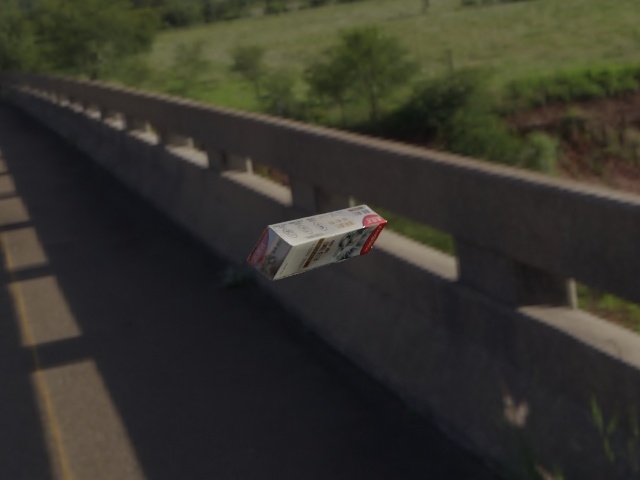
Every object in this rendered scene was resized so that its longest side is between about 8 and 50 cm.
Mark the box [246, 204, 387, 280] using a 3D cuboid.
[{"bbox_3d":[0.000,0.000,1.441,0.039,0.055,0.218,40,27,20],"label":"box"}]
